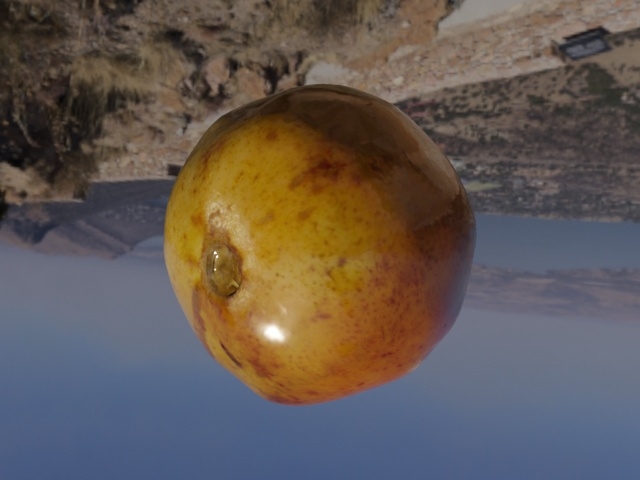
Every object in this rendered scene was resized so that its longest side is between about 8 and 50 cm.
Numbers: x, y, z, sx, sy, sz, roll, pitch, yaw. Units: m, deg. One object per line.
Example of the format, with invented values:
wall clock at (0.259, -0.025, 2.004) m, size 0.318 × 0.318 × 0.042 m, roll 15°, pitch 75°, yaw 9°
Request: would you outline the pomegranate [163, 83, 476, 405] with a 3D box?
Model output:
pomegranate at (0.000, 0.000, 0.526) m, size 0.265 × 0.264 × 0.264 m, roll 6°, pitch 175°, yaw 0°
